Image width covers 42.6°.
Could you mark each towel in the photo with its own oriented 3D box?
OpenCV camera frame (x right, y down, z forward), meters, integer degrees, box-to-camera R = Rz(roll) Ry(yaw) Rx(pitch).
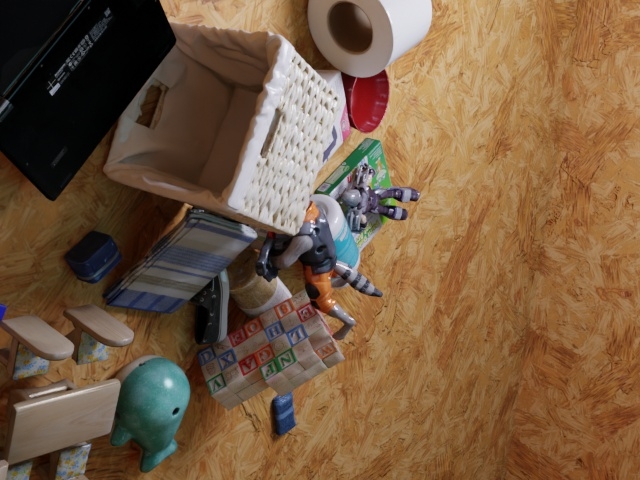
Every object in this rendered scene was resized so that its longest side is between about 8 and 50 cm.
[{"bbox_3d":[-0.098,0.465,2.212,0.067,0.029,0.119,-30,126,-44],"label":"towel"},{"bbox_3d":[-0.282,0.049,1.666,0.285,0.034,0.209,-41,150,20],"label":"towel"}]

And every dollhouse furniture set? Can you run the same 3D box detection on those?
[{"bbox_3d":[-0.491,0.347,1.395,0.394,0.257,0.362,-7,118,-52],"label":"dollhouse furniture set"}]

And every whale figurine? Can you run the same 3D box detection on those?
[{"bbox_3d":[-0.347,0.378,1.743,0.216,0.141,0.271,-32,128,-44],"label":"whale figurine"}]

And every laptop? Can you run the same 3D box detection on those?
[{"bbox_3d":[-0.478,-0.344,1.317,0.382,0.236,0.408,-57,163,-15],"label":"laptop"}]

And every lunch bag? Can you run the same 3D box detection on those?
[{"bbox_3d":[-0.428,0.033,1.560,0.098,0.067,0.065,-49,138,-33],"label":"lunch bag"}]

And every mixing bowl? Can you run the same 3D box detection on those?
[{"bbox_3d":[0.087,-0.365,2.068,0.181,0.098,0.181,-26,123,-50],"label":"mixing bowl"}]

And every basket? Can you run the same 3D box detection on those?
[{"bbox_3d":[-0.176,-0.210,1.582,0.266,0.331,0.328,23,84,-56],"label":"basket"}]

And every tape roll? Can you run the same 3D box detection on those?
[{"bbox_3d":[0.115,-0.527,1.919,0.169,0.246,0.246,-42,134,-37],"label":"tape roll"}]

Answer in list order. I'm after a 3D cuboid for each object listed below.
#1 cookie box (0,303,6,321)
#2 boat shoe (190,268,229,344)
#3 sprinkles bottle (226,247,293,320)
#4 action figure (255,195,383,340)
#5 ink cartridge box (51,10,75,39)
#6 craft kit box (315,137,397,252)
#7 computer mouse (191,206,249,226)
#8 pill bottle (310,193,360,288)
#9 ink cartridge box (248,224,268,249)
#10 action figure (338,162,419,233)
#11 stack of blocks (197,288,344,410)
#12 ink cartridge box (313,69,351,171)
[{"bbox_3d":[-0.599,0.150,1.398,0.092,0.040,0.107,25,84,-55],"label":"cookie box"},{"bbox_3d":[-0.257,0.132,1.832,0.076,0.080,0.228,-16,122,-37],"label":"boat shoe"},{"bbox_3d":[-0.118,0.161,1.983,0.121,0.121,0.355,-59,142,-20],"label":"sprinkles bottle"},{"bbox_3d":[0.000,0.000,1.796,0.330,0.179,0.341,60,31,-32],"label":"action figure"},{"bbox_3d":[-0.411,-0.393,1.426,0.089,0.052,0.122,-1,105,-54],"label":"ink cartridge box"},{"bbox_3d":[0.104,-0.109,2.237,0.250,0.061,0.246,-48,140,-31],"label":"craft kit box"},{"bbox_3d":[-0.180,-0.156,1.816,0.189,0.072,0.272,6,98,-54],"label":"computer mouse"},{"bbox_3d":[0.015,0.015,2.076,0.146,0.146,0.264,-56,145,-23],"label":"pill bottle"},{"bbox_3d":[-0.119,-0.057,1.897,0.235,0.056,0.171,102,3,-77],"label":"ink cartridge box"},{"bbox_3d":[0.137,-0.104,2.163,0.285,0.099,0.185,5,107,-50],"label":"action figure"},{"bbox_3d":[-0.116,0.264,1.867,0.297,0.171,0.087,-31,137,3],"label":"stack of blocks"},{"bbox_3d":[-0.028,-0.271,1.914,0.237,0.100,0.171,-54,142,-44],"label":"ink cartridge box"}]
